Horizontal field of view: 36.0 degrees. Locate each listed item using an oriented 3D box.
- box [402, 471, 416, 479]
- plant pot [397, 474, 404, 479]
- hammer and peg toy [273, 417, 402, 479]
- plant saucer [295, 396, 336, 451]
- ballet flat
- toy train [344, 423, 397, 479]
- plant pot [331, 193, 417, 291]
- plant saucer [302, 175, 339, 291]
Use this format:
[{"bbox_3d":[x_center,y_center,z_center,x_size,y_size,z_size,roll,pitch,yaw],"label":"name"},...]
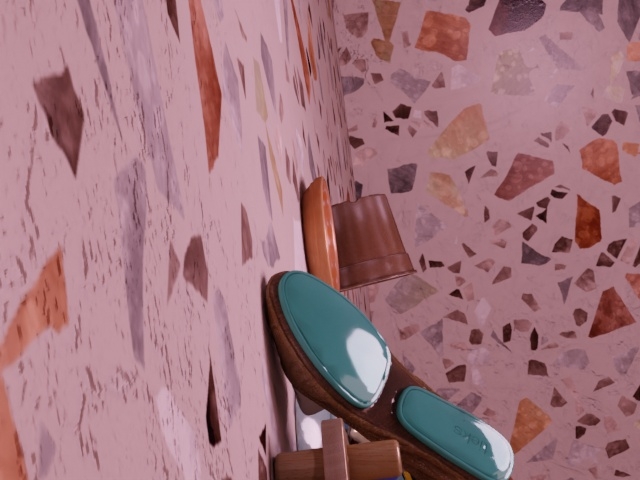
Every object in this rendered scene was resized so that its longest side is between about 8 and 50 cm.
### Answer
[{"bbox_3d":[0.198,0.435,1.198,0.322,0.079,0.257,68,2,-52],"label":"box"},{"bbox_3d":[0.205,0.558,2.008,0.255,0.271,0.272,51,29,-51],"label":"plant pot"},{"bbox_3d":[0.041,0.369,1.016,0.361,0.127,0.266,77,6,-53],"label":"hammer and peg toy"},{"bbox_3d":[0.001,0.259,1.221,0.195,0.037,0.195,-6,90,-85],"label":"plant saucer"},{"bbox_3d":[0.053,0.173,1.070,0.124,0.342,0.116,-42,-166,45],"label":"ballet flat"},{"bbox_3d":[0.093,0.340,1.876,0.248,0.105,0.143,-86,155,-64],"label":"toy train"},{"bbox_3d":[0.088,0.003,1.903,0.167,0.167,0.165,33,44,-84],"label":"plant pot"},{"bbox_3d":[0.000,0.000,1.546,0.200,0.037,0.200,-7,90,-86],"label":"plant saucer"}]
